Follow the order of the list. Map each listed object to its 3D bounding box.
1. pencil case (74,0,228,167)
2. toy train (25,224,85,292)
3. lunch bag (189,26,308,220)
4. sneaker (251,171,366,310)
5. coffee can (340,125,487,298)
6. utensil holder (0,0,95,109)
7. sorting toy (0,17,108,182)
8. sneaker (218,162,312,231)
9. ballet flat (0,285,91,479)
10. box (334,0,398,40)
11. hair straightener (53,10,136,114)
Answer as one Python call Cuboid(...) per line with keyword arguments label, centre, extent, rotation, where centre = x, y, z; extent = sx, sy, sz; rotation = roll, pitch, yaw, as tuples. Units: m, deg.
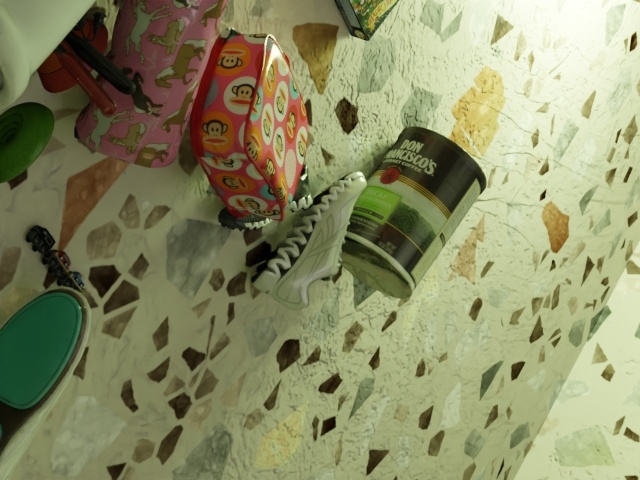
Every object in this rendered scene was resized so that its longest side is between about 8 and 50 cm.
Cuboid(label="pencil case", centre=(-0.224, -0.296, 1.745), extent=(0.160, 0.167, 0.386), rotation=(-36, 151, -62))
Cuboid(label="toy train", centre=(-0.396, 0.032, 1.878), extent=(0.036, 0.027, 0.158), rotation=(-60, 146, -29))
Cuboid(label="lunch bag", centre=(-0.100, -0.196, 1.997), extent=(0.293, 0.120, 0.258), rotation=(65, 35, -60))
Cuboid(label="sneaker", centre=(0.000, 0.000, 2.283), extent=(0.292, 0.118, 0.110), rotation=(-52, -174, -14))
Cuboid(label="coffee can", centre=(0.167, -0.054, 2.423), extent=(0.275, 0.201, 0.201), rotation=(-54, 143, -18))
Cuboid(label="utensil holder", centre=(-0.359, -0.396, 1.427), extent=(0.385, 0.327, 0.327), rotation=(-53, 143, -21))
Cuboid(label="sorting toy", centre=(-0.423, -0.179, 1.634), extent=(0.126, 0.127, 0.365), rotation=(45, 64, -41))
Cuboid(label="sneaker", centre=(-0.096, -0.087, 2.169), extent=(0.234, 0.078, 0.106), rotation=(-23, 124, -49))
Cuboid(label="ballet flat", centre=(-0.457, 0.247, 1.850), extent=(0.400, 0.139, 0.139), rotation=(-60, 145, -3))
Cuboid(label="box", centre=(0.109, -0.497, 2.234), extent=(0.233, 0.044, 0.159), rotation=(-54, 143, -17))
Cuboid(label="hair straightener", centre=(-0.326, -0.276, 1.638), extent=(0.230, 0.047, 0.089), rotation=(46, 64, -10))
